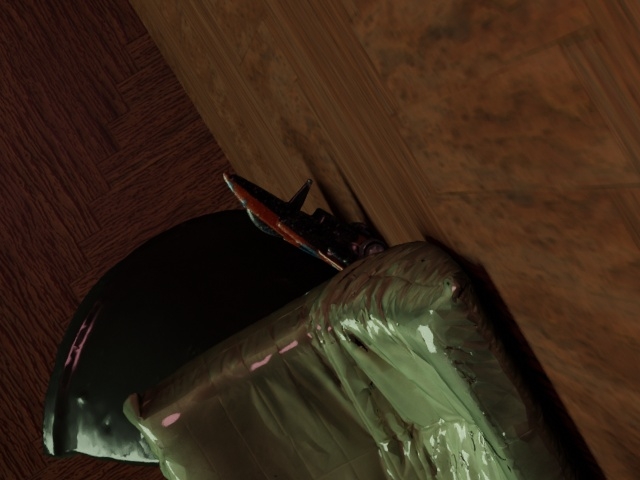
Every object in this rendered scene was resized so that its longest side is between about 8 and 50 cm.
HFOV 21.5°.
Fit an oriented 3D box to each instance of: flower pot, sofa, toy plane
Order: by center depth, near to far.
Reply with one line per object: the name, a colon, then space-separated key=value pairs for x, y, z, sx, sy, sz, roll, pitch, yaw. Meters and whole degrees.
sofa: x=0.026 y=0.137 z=1.006 sx=0.210 sy=0.225 sz=0.176 roll=61 pitch=179 yaw=-14
toy plane: x=0.003 y=-0.002 z=1.315 sx=0.189 sy=0.061 sz=0.130 roll=45 pitch=-178 yaw=-21
flower pot: x=-0.017 y=0.165 z=1.479 sx=0.251 sy=0.379 sz=0.379 roll=12 pitch=138 yaw=56
